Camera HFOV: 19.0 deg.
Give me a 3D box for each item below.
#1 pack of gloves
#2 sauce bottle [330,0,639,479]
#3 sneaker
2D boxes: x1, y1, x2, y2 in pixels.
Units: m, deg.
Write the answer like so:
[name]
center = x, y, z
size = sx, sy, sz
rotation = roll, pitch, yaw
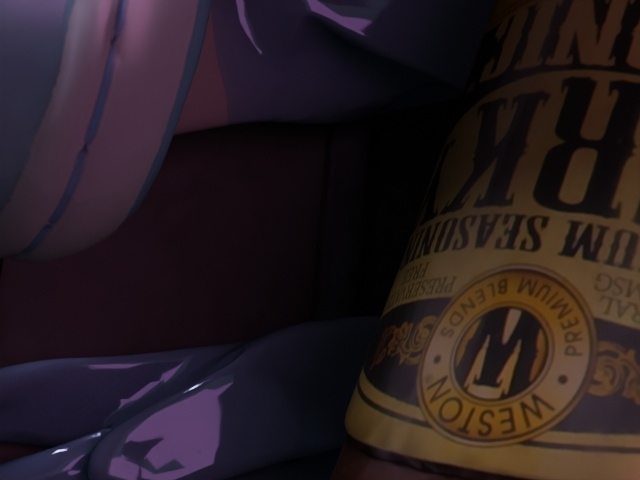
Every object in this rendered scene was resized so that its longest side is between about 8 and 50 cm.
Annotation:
[pack of gloves]
center = 0.000, 0.000, 0.471
size = 0.232, 0.046, 0.195
rotation = -6, 81, -21
[sauce bottle]
center = 0.066, 0.030, 0.404
size = 0.111, 0.111, 0.344
rotation = 28, 68, -23
[sneaker]
center = -0.144, -0.139, 0.351
size = 0.208, 0.127, 0.319
rotation = -2, 64, -31
